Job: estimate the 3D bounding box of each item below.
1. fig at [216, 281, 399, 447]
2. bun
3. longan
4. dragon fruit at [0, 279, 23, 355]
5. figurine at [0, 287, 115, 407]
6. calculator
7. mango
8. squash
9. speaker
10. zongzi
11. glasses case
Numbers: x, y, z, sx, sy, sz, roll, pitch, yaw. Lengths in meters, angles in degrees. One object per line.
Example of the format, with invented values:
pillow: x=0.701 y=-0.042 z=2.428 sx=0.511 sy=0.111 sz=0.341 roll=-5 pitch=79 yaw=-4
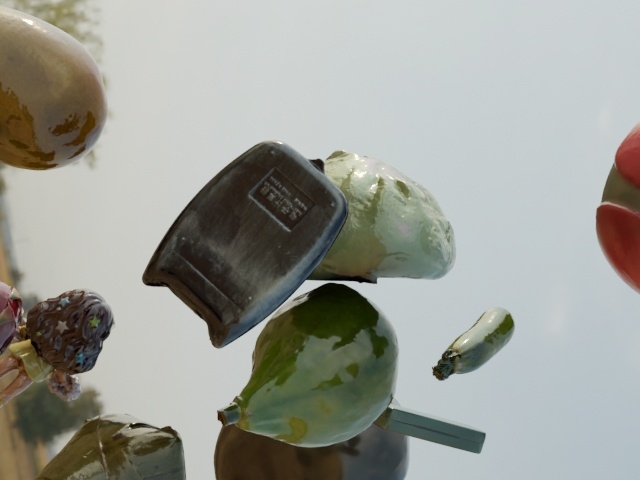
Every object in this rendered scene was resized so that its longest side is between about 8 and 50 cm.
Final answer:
fig: x=-0.030 y=0.204 z=1.917 sx=0.233 sy=0.314 sz=0.233 roll=42 pitch=-27 yaw=27
bun: x=0.053 y=-0.035 z=1.894 sx=0.293 sy=0.293 sz=0.187 roll=-167 pitch=-101 yaw=-76
longan: x=-0.014 y=0.412 z=2.641 sx=0.404 sy=0.405 sz=0.336 roll=-122 pitch=-172 yaw=-56
dragon fruit: x=-0.343 y=0.088 z=1.211 sx=0.190 sy=0.094 sz=0.094 roll=-52 pitch=140 yaw=-60
figurine: x=-0.442 y=0.174 z=2.159 sx=0.174 sy=0.240 sz=0.116 roll=50 pitch=2 yaw=6
calculator: x=-0.087 y=-0.006 z=1.663 sx=0.177 sy=0.268 sz=0.040 roll=40 pitch=-12 yaw=7
mango: x=-0.444 y=-0.218 z=1.833 sx=0.173 sy=0.317 sz=0.211 roll=-25 pitch=-132 yaw=63
squash: x=0.191 y=0.124 z=1.611 sx=0.052 sy=0.183 sz=0.052 roll=10 pitch=-70 yaw=29
speaker: x=0.527 y=-0.055 z=1.853 sx=0.294 sy=0.294 sz=0.294 roll=168 pitch=-90 yaw=-77
zongzi: x=-0.367 y=0.345 z=1.919 sx=0.274 sy=0.300 sz=0.145 roll=4 pitch=-72 yaw=64
glasses case: x=0.182 y=0.315 z=2.235 sx=0.078 sy=0.184 sz=0.039 roll=-172 pitch=-82 yaw=-75
